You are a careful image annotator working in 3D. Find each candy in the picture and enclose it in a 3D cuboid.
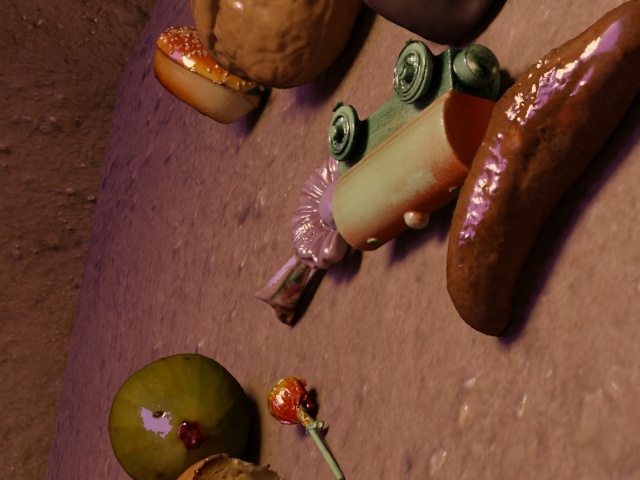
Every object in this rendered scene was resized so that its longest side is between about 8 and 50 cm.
[{"bbox_3d":[-0.012,0.227,1.227,0.060,0.060,0.201,-66,29,14],"label":"candy"}]

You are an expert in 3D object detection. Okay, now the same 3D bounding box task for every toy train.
[{"bbox_3d":[0.100,-0.096,1.123,0.285,0.116,0.177,-34,52,55],"label":"toy train"}]

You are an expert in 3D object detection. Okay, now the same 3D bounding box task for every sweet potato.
[{"bbox_3d":[0.193,-0.079,0.894,0.114,0.092,0.341,47,120,39],"label":"sweet potato"}]

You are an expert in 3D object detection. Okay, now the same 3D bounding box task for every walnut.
[{"bbox_3d":[-0.067,-0.380,1.578,0.252,0.277,0.313,-43,-21,-51],"label":"walnut"}]

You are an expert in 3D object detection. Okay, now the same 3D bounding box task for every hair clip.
[{"bbox_3d":[-0.007,0.000,1.362,0.300,0.069,0.173,-58,30,33],"label":"hair clip"}]

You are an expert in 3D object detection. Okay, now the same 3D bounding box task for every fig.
[{"bbox_3d":[-0.193,0.253,1.428,0.225,0.203,0.203,133,152,-77],"label":"fig"}]

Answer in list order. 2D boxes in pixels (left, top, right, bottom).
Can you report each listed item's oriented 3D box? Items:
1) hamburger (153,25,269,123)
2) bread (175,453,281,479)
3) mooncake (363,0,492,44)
[{"bbox_3d":[-0.209,-0.317,1.936,0.147,0.237,0.237,-54,23,10],"label":"hamburger"},{"bbox_3d":[-0.135,0.368,1.288,0.169,0.140,0.160,-51,22,42],"label":"bread"},{"bbox_3d":[0.141,-0.355,1.214,0.245,0.133,0.245,-59,16,29],"label":"mooncake"}]
